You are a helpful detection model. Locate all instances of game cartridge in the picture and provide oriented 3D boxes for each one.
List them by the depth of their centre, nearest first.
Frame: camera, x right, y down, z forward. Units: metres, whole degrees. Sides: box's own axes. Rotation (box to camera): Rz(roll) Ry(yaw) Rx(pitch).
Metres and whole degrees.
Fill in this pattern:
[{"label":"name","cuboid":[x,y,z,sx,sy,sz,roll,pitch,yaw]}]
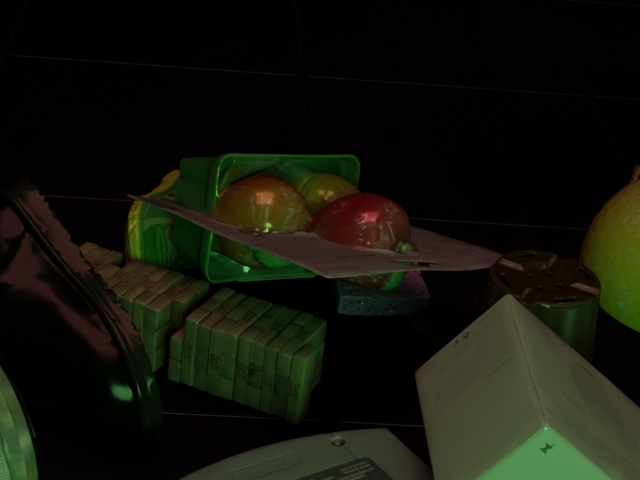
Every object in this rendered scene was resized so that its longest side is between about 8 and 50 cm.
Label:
[{"label":"game cartridge","cuboid":[-0.019,0.264,1.374,0.294,0.060,0.196,-13,37,-31]}]

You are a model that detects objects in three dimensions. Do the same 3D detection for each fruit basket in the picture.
[{"label":"fruit basket","cuboid":[0.000,0.000,1.741,0.327,0.165,0.353,-3,22,-45]}]

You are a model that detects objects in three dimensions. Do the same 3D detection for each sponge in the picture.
[{"label":"sponge","cuboid":[0.066,0.032,1.936,0.117,0.031,0.210,1,29,-9]}]

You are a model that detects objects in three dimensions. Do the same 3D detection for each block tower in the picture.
[{"label":"block tower","cuboid":[-0.151,0.102,1.703,0.335,0.091,0.097,18,31,21]}]

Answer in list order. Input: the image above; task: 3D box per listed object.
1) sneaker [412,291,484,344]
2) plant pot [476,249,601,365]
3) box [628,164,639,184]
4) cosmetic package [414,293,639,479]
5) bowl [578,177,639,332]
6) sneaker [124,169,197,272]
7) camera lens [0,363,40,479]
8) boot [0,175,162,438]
[{"label":"sneaker","cuboid":[0.207,0.084,1.825,0.188,0.071,0.066,1,29,-11]},{"label":"plant pot","cuboid":[0.242,0.111,1.685,0.167,0.165,0.167,5,29,-3]},{"label":"box","cuboid":[0.553,-0.035,2.140,0.233,0.044,0.159,14,30,14]},{"label":"cosmetic package","cuboid":[0.221,0.212,1.420,0.224,0.138,0.224,40,19,-21]},{"label":"bowl","cuboid":[0.488,-0.012,1.924,0.289,0.156,0.289,2,37,-1]},{"label":"sneaker","cuboid":[-0.171,-0.014,1.892,0.123,0.109,0.295,7,28,11]},{"label":"camera lens","cuboid":[-0.404,0.210,1.317,0.274,0.219,0.219,-17,36,-36]},{"label":"boot","cuboid":[-0.351,0.116,1.582,0.260,0.131,0.348,-29,65,-22]}]
